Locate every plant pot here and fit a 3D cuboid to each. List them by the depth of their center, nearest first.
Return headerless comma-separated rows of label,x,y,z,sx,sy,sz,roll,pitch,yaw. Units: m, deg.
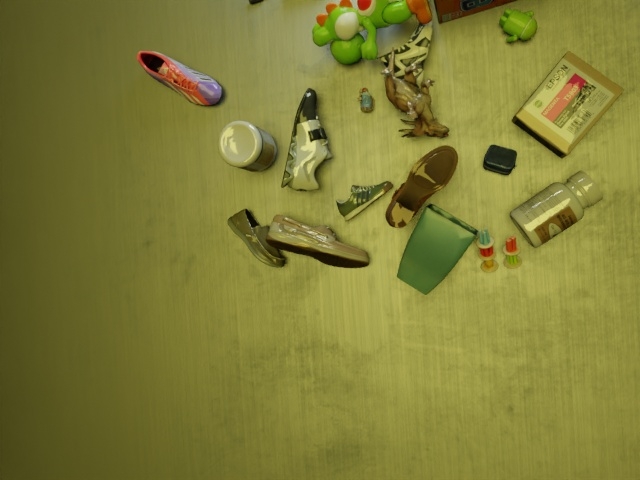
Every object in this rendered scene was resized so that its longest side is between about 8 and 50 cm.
plant pot,0.339,0.034,1.631,0.165,0.165,0.234,31,104,11

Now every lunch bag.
lunch bag,0.542,-0.239,1.621,0.098,0.065,0.067,21,81,14

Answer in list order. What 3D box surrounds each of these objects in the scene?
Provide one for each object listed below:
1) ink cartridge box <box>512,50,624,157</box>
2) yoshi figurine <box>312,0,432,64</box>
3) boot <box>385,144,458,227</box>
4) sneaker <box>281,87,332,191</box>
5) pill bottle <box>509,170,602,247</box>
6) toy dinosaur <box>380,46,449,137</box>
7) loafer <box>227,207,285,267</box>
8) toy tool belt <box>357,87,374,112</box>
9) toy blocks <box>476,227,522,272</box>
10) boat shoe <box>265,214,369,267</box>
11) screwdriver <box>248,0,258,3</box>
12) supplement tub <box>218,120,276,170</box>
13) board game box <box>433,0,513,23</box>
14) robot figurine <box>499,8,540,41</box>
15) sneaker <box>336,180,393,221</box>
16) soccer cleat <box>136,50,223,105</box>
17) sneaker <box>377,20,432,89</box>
ink cartridge box,0.710,-0.390,1.564,0.193,0.088,0.235,39,101,9
yoshi figurine,0.158,-0.660,1.655,0.361,0.203,0.203,-16,102,20
boot,0.293,-0.159,1.608,0.109,0.220,0.284,30,100,0
sneaker,-0.028,-0.319,1.747,0.146,0.122,0.331,10,93,-4
pill bottle,0.679,-0.093,1.556,0.229,0.131,0.131,-36,83,12
toy dinosaur,0.260,-0.421,1.623,0.127,0.200,0.296,-33,78,-5
loafer,-0.203,-0.010,1.796,0.251,0.094,0.087,44,105,9
toy tool belt,0.143,-0.451,1.721,0.052,0.051,0.083,-6,89,14
toy blocks,0.527,0.019,1.595,0.123,0.054,0.148,-12,128,14
boat shoe,0.000,0.000,1.731,0.340,0.122,0.110,17,70,0
screwdriver,-0.161,-0.830,1.810,0.169,0.025,0.024,-15,87,5
supplement tub,-0.229,-0.298,1.741,0.144,0.199,0.145,0,91,13
board game box,0.456,-0.879,1.476,0.356,0.356,0.357,-13,89,14
robot figurine,0.588,-0.638,1.598,0.115,0.067,0.101,33,90,11
sneaker,0.132,-0.148,1.723,0.192,0.064,0.086,-37,88,15
soccer cleat,-0.482,-0.554,1.841,0.318,0.116,0.109,30,98,12
sneaker,0.255,-0.588,1.668,0.152,0.094,0.235,10,104,5
